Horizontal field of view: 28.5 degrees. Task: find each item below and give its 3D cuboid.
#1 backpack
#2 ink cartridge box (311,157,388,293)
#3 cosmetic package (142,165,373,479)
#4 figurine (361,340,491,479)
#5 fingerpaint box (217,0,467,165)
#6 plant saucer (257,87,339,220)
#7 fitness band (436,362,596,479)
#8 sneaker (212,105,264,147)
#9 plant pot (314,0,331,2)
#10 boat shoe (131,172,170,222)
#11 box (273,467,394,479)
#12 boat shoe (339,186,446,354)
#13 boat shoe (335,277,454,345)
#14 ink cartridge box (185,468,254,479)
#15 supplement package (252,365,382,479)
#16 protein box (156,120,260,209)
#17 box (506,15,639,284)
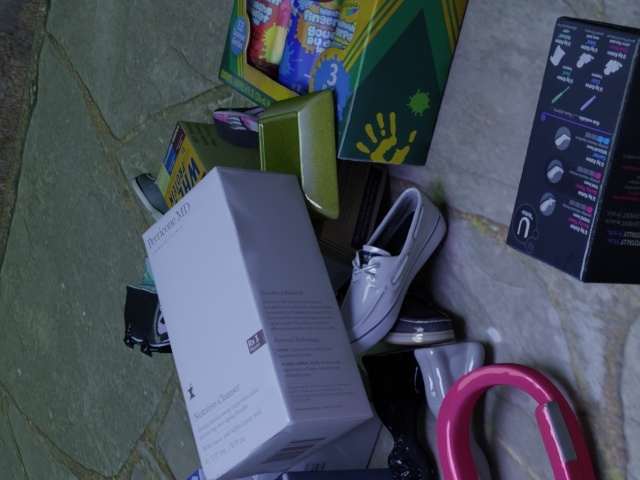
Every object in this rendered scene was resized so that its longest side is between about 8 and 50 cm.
[{"bbox_3d":[-0.198,0.112,2.205,0.225,0.254,0.191,4,86,63],"label":"backpack"},{"bbox_3d":[0.000,0.000,1.969,0.234,0.088,0.193,-46,23,49],"label":"ink cartridge box"},{"bbox_3d":[-0.095,0.113,1.754,0.217,0.156,0.385,-41,60,40],"label":"cosmetic package"},{"bbox_3d":[0.158,0.253,1.761,0.215,0.092,0.209,-16,82,57],"label":"figurine"},{"bbox_3d":[0.026,-0.361,1.953,0.445,0.163,0.371,39,120,54],"label":"fingerpaint box"},{"bbox_3d":[-0.041,-0.121,1.862,0.188,0.045,0.188,-2,91,61],"label":"plant saucer"},{"bbox_3d":[0.245,0.297,1.578,0.209,0.054,0.290,-28,71,46],"label":"fitness band"},{"bbox_3d":[-0.096,-0.205,2.160,0.077,0.178,0.072,-83,1,-46],"label":"sneaker"},{"bbox_3d":[-0.051,-0.447,1.762,0.201,0.180,0.201,-17,70,56],"label":"plant pot"},{"bbox_3d":[-0.301,-0.076,2.583,0.099,0.116,0.319,-38,30,-4],"label":"boat shoe"},{"bbox_3d":[-0.020,0.549,1.894,0.395,0.212,0.293,-48,47,48],"label":"box"},{"bbox_3d":[0.081,0.038,1.772,0.095,0.084,0.258,9,59,42],"label":"boat shoe"},{"bbox_3d":[0.101,0.091,1.847,0.285,0.103,0.092,-162,72,-65],"label":"boat shoe"},{"bbox_3d":[-0.123,0.410,2.087,0.097,0.207,0.046,-46,49,48],"label":"ink cartridge box"},{"bbox_3d":[-0.039,0.258,1.971,0.203,0.194,0.149,48,126,51],"label":"supplement package"},{"bbox_3d":[-0.147,-0.090,2.184,0.199,0.201,0.136,59,135,44],"label":"protein box"},{"bbox_3d":[0.335,-0.098,1.399,0.143,0.165,0.270,31,113,56],"label":"box"}]
